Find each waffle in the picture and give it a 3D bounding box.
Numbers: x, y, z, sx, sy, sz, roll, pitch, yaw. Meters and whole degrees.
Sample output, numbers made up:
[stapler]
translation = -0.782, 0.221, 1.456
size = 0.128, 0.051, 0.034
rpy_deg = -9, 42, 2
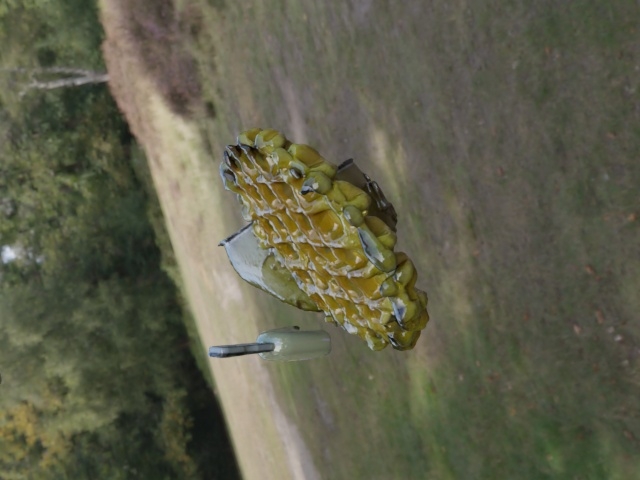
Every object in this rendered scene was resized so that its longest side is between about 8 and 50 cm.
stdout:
[waffle]
translation = 0.008, 0.005, 0.924
size = 0.329, 0.062, 0.329
rpy_deg = 42, 159, 20

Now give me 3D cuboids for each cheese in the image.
[cheese]
translation = -0.079, 0.166, 1.302
size = 0.127, 0.235, 0.050
rpy_deg = -1, 88, 45

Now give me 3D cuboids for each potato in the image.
[potato]
translation = -0.009, 0.016, 1.297
size = 0.196, 0.246, 0.299
rpy_deg = 60, 161, -3

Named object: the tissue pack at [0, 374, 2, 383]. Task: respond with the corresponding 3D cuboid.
[tissue pack]
translation = -0.563, 0.100, 0.991
size = 0.229, 0.236, 0.333
rpy_deg = 80, 166, -80
